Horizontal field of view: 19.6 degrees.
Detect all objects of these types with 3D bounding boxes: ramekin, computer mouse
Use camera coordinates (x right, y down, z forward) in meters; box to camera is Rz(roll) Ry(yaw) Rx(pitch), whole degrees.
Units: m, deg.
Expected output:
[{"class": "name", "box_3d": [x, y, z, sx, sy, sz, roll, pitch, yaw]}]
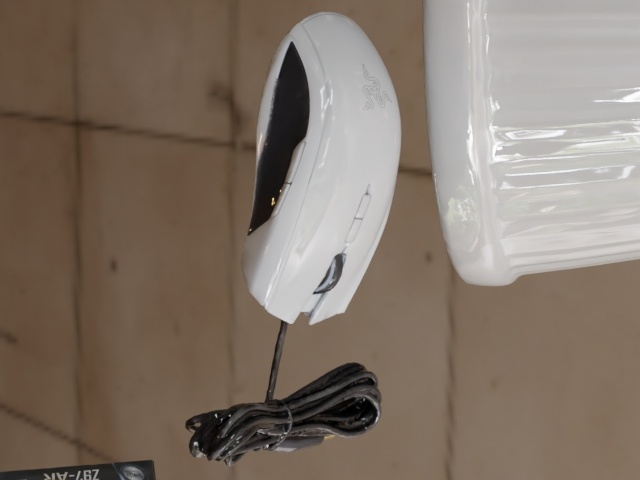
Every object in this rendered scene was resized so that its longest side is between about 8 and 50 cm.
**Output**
[{"class": "ramekin", "box_3d": [0.136, -0.110, 0.923, 0.127, 0.273, 0.272, 2, 97, 14]}, {"class": "computer mouse", "box_3d": [0.000, 0.000, 0.786, 0.042, 0.106, 0.193, 13, 97, 43]}]

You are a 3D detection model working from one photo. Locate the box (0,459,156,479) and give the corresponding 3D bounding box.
[{"class": "box", "box_3d": [-0.100, 0.131, 0.775, 0.018, 0.067, 0.083, -106, 14, -57]}]
